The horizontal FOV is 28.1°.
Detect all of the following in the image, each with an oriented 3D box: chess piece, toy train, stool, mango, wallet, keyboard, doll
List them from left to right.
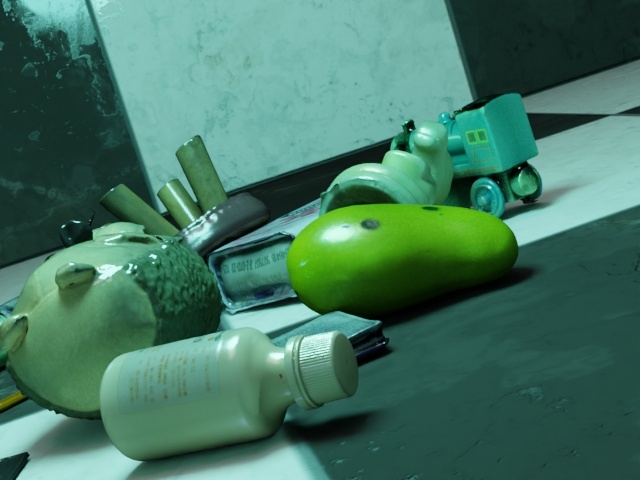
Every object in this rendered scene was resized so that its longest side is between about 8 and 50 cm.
[{"bbox_3d":[-0.358,0.264,1.390,0.053,0.010,0.155,-16,9,4],"label":"keyboard"},{"bbox_3d":[-0.246,0.084,1.569,0.247,0.247,0.349,-14,1,20],"label":"doll"},{"bbox_3d":[-0.231,-0.018,2.053,0.272,0.178,0.272,-40,-8,-7],"label":"stool"},{"bbox_3d":[-0.043,0.138,1.476,0.222,0.036,0.167,-21,9,-19],"label":"wallet"},{"bbox_3d":[0.102,0.020,1.621,0.293,0.143,0.175,-8,11,2],"label":"mango"},{"bbox_3d":[0.129,-0.073,1.919,0.176,0.176,0.298,-12,17,31],"label":"chess piece"},{"bbox_3d":[0.231,-0.129,2.092,0.120,0.194,0.298,-25,11,-34],"label":"toy train"}]

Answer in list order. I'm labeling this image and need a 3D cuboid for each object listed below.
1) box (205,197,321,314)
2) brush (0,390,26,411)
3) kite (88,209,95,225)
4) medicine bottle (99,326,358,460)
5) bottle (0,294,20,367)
[{"bbox_3d":[0.000,0.000,2.011,0.190,0.112,0.370,-17,8,39],"label":"box"},{"bbox_3d":[-0.420,0.218,1.790,0.090,0.017,0.314,-12,10,47],"label":"brush"},{"bbox_3d":[-0.403,0.087,1.955,0.152,0.015,0.285,116,172,-49],"label":"kite"},{"bbox_3d":[-0.088,0.145,1.267,0.252,0.114,0.114,-14,9,22],"label":"medicine bottle"},{"bbox_3d":[-0.509,0.144,2.156,0.093,0.093,0.330,-14,9,23],"label":"bottle"}]
